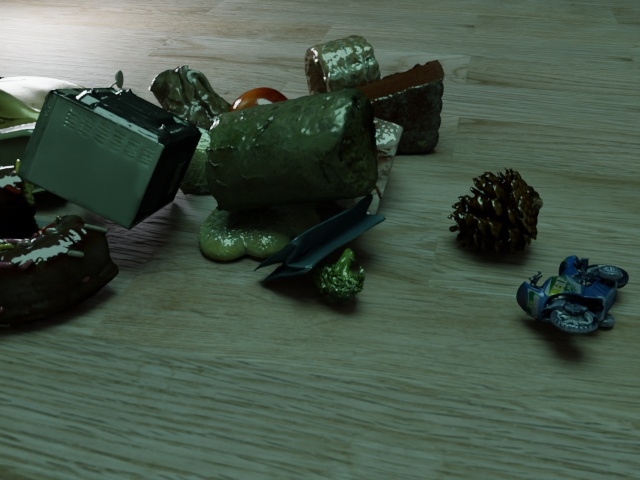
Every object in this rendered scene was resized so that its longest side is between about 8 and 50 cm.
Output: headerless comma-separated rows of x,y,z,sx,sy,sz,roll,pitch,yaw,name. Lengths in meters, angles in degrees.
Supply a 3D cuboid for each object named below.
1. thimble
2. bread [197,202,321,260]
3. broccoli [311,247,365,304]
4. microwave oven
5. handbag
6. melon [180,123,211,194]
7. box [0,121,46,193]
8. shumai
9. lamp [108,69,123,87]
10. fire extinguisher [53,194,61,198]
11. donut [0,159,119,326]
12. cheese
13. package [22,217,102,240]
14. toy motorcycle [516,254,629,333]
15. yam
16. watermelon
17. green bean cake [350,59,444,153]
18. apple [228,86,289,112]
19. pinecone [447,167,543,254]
0.054,-0.402,1.691,0.148,0.229,0.196,-21,74,-11,thimble
-0.100,-0.047,1.315,0.207,0.056,0.286,7,35,13,bread
0.031,0.058,1.124,0.095,0.097,0.092,31,80,9,broccoli
-0.361,-0.169,1.246,0.237,0.181,0.295,25,12,-3,microwave oven
0.000,0.000,1.184,0.221,0.057,0.144,-33,3,-39,handbag
-0.243,-0.145,1.454,0.202,0.093,0.139,38,71,5,melon
-0.641,-0.166,1.406,0.274,0.138,0.178,-8,23,7,box
-0.288,-0.325,1.613,0.218,0.185,0.184,-8,34,-12,shumai
-0.590,-0.414,1.872,0.056,0.050,0.198,3,34,7,lamp
-0.521,-0.119,1.433,0.056,0.039,0.132,-16,30,17,fire extinguisher
-0.530,0.005,1.131,0.259,0.136,0.345,-29,48,-34,donut
-0.722,-0.324,1.676,0.316,0.128,0.259,17,29,14,cheese
-0.511,0.010,1.249,0.173,0.027,0.171,6,37,10,package
0.399,0.082,1.091,0.135,0.092,0.254,13,25,34,toy motorcycle
-0.048,-0.155,1.206,0.300,0.195,0.195,-6,31,18,yam
0.049,-0.158,1.391,0.310,0.193,0.231,14,3,-40,watermelon
0.162,-0.300,1.573,0.232,0.198,0.097,-5,32,0,green bean cake
-0.130,-0.264,1.549,0.163,0.163,0.139,7,20,10,apple
0.314,-0.046,1.234,0.173,0.174,0.173,0,33,0,pinecone
